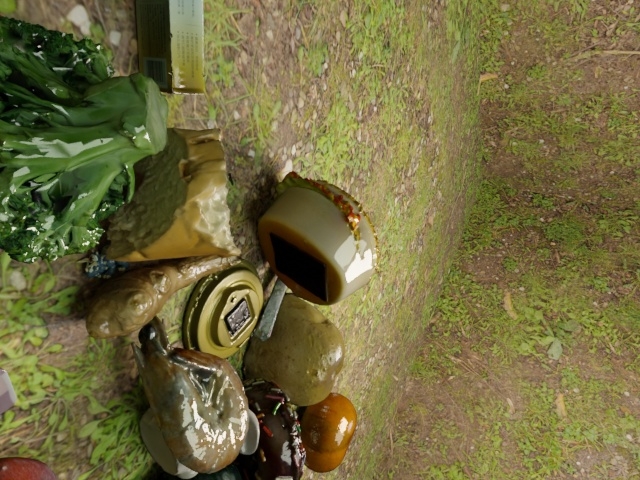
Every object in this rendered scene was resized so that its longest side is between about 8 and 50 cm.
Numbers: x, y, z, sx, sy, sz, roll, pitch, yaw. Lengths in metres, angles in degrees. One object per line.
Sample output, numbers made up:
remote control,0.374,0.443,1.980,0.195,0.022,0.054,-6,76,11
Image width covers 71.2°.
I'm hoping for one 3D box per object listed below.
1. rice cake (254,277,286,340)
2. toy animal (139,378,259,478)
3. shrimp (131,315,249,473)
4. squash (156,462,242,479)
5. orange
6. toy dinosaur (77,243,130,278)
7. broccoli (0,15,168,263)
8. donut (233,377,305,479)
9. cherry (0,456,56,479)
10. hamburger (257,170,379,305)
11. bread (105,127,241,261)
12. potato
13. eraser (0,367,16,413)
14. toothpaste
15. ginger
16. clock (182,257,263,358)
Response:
rice cake,-0.104,0.136,1.064,0.043,0.034,0.210,-47,-161,58
toy animal,-0.229,0.349,0.853,0.193,0.128,0.178,-17,88,-47
shrimp,-0.219,0.243,0.770,0.168,0.077,0.317,-27,97,-52
squash,-0.250,0.532,0.893,0.218,0.172,0.218,-4,96,-37
orange,0.015,0.603,1.418,0.240,0.171,0.240,20,90,-76
toy dinosaur,-0.315,0.026,0.668,0.083,0.031,0.047,-37,136,-50
broccoli,-0.285,-0.108,0.468,0.269,0.242,0.261,126,-41,-89
donut,-0.135,0.439,0.988,0.103,0.270,0.269,-8,113,-35
cherry,-0.418,0.340,0.582,0.126,0.087,0.106,81,25,-70
hamburger,0.000,0.000,0.980,0.179,0.276,0.294,-40,143,-31
bread,-0.171,-0.066,0.673,0.224,0.211,0.183,0,82,-54
potato,-0.048,0.289,1.107,0.242,0.243,0.285,21,88,-62
eraser,-0.436,0.204,0.543,0.105,0.026,0.065,-36,131,-50
toothpaste,-0.209,-0.365,0.609,0.071,0.089,0.312,-21,123,-49
ginger,-0.245,0.065,0.724,0.294,0.131,0.086,-32,95,-53
clock,-0.186,0.155,0.946,0.237,0.057,0.237,-38,136,-48
